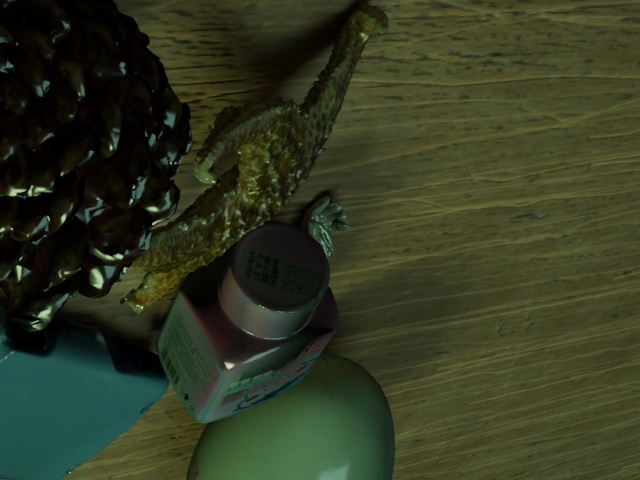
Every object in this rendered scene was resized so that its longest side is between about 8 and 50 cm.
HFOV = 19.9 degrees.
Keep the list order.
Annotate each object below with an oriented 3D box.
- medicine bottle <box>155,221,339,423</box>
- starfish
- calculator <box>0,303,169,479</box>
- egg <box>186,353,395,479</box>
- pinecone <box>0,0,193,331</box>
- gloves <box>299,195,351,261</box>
[{"bbox_3d":[-0.053,0.062,1.478,0.119,0.094,0.188,-22,161,-26],"label":"medicine bottle"},{"bbox_3d":[-0.059,-0.031,1.298,0.299,0.060,0.302,-48,175,-29],"label":"starfish"},{"bbox_3d":[-0.241,0.128,1.483,0.173,0.051,0.293,-40,152,15],"label":"calculator"},{"bbox_3d":[-0.025,0.214,1.694,0.183,0.183,0.264,-5,137,-39],"label":"egg"},{"bbox_3d":[-0.173,-0.057,1.078,0.221,0.221,0.221,-23,152,-13],"label":"pinecone"},{"bbox_3d":[-0.002,-0.002,1.513,0.044,0.037,0.081,-36,157,-56],"label":"gloves"}]
